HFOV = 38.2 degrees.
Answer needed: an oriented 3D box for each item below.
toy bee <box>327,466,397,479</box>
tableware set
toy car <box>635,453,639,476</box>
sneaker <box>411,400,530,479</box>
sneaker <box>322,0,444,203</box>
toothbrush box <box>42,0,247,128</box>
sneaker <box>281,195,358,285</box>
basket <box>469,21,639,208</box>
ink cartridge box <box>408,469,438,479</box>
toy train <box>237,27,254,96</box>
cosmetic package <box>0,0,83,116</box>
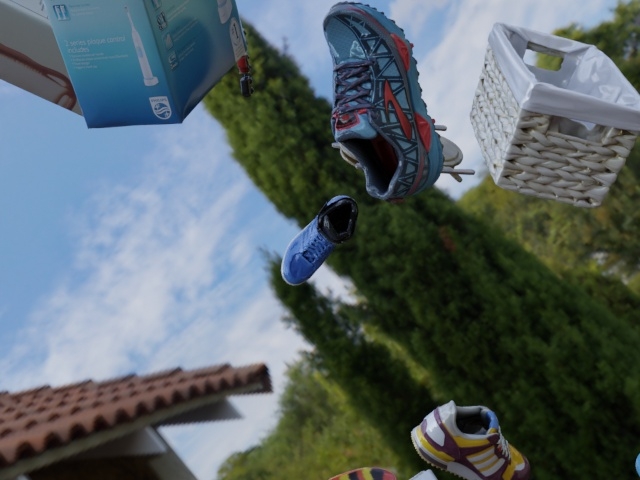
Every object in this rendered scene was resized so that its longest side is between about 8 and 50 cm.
[{"bbox_3d":[-0.028,0.356,0.946,0.298,0.162,0.195,-43,-49,-57],"label":"toy bee"},{"bbox_3d":[0.116,-0.125,1.359,0.194,0.128,0.039,1,-50,-20],"label":"tableware set"},{"bbox_3d":[0.694,0.427,1.555,0.210,0.238,0.219,-54,2,11],"label":"toy car"},{"bbox_3d":[0.204,0.250,1.128,0.186,0.069,0.084,22,-57,-30],"label":"sneaker"},{"bbox_3d":[0.065,-0.169,1.145,0.104,0.261,0.125,-16,13,47],"label":"sneaker"},{"bbox_3d":[-0.202,-0.302,1.015,0.216,0.126,0.295,-63,-32,-51],"label":"toothbrush box"},{"bbox_3d":[-0.001,-0.001,1.307,0.152,0.058,0.084,-50,5,-4],"label":"sneaker"},{"bbox_3d":[0.205,-0.114,0.834,0.167,0.113,0.103,-92,17,-60],"label":"basket"},{"bbox_3d":[0.142,0.392,1.194,0.109,0.150,0.063,-34,-36,-1],"label":"ink cartridge box"},{"bbox_3d":[-0.168,-0.385,1.996,0.036,0.027,0.158,-66,-27,-60],"label":"toy train"},{"bbox_3d":[-0.410,-0.308,1.280,0.129,0.296,0.153,-44,32,37],"label":"cosmetic package"}]
